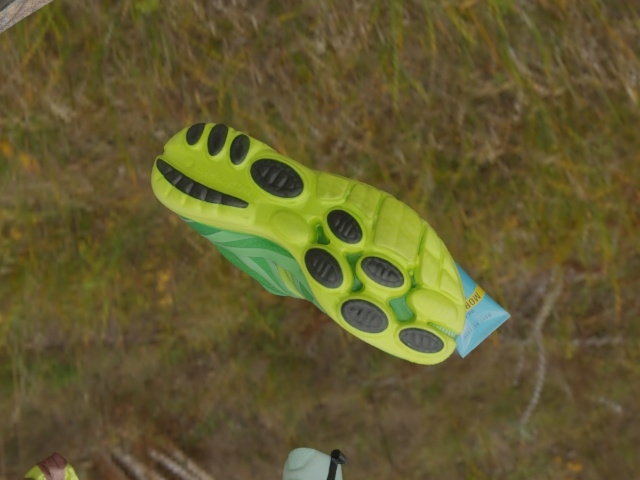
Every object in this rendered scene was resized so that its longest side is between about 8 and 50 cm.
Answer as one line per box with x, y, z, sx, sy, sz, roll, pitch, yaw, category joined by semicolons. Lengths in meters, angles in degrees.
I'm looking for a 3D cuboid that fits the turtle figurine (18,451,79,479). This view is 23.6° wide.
-0.388;0.351;1.808;0.217;0.087;0.269;-22;112;-39;turtle figurine

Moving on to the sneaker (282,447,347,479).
0.028;0.356;1.907;0.094;0.151;0.256;-12;139;23;sneaker

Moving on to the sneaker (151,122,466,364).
0.000;0.000;1.234;0.109;0.295;0.123;-54;156;-6;sneaker

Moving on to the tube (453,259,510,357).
0.146;0.049;1.894;0.080;0.052;0.207;-39;112;5;tube

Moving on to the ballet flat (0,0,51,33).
-0.332;-0.226;1.479;0.316;0.107;0.106;-24;171;15;ballet flat
